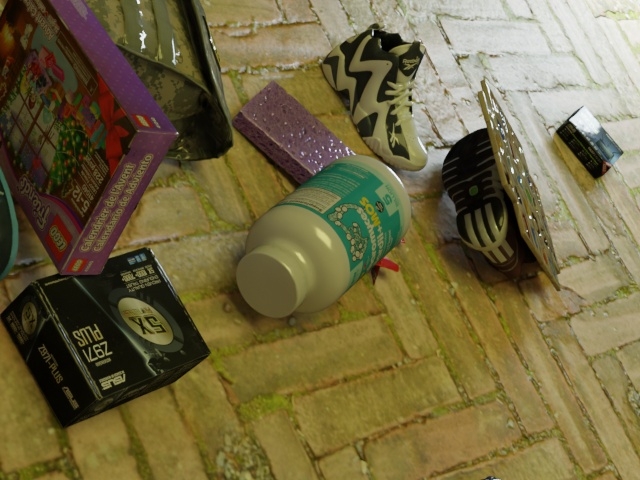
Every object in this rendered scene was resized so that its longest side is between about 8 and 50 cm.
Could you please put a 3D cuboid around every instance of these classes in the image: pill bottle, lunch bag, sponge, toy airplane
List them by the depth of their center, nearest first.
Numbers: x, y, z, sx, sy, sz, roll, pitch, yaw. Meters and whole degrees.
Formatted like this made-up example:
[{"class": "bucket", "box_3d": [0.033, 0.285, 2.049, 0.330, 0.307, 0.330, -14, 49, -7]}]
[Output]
[{"class": "lunch bag", "box_3d": [-0.229, -0.248, 1.667, 0.287, 0.169, 0.235, 20, 43, -44]}, {"class": "pill bottle", "box_3d": [0.000, 0.000, 1.696, 0.146, 0.146, 0.264, 50, 42, -1]}, {"class": "sponge", "box_3d": [-0.021, -0.132, 1.872, 0.210, 0.031, 0.117, 41, 37, -4]}, {"class": "toy airplane", "box_3d": [0.071, -0.006, 1.873, 0.151, 0.028, 0.151, 25, 45, -27]}]

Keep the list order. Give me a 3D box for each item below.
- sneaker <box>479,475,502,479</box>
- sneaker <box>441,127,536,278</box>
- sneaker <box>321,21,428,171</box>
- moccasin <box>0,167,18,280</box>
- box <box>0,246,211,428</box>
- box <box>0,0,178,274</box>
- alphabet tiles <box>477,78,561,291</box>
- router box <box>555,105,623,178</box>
[{"class": "sneaker", "box_3d": [0.199, 0.347, 1.675, 0.232, 0.081, 0.090, 24, 42, -40]}, {"class": "sneaker", "box_3d": [0.275, -0.044, 2.074, 0.162, 0.106, 0.281, 51, 27, -33]}, {"class": "sneaker", "box_3d": [0.120, -0.232, 2.006, 0.094, 0.153, 0.235, -17, 72, -48]}, {"class": "moccasin", "box_3d": [-0.438, -0.088, 1.365, 0.342, 0.138, 0.116, 53, 22, 24]}, {"class": "box", "box_3d": [-0.235, 0.103, 1.438, 0.180, 0.077, 0.147, -18, 73, -50]}, {"class": "box", "box_3d": [-0.283, -0.133, 1.425, 0.057, 0.201, 0.293, 1, 42, -44]}, {"class": "alphabet tiles", "box_3d": [0.317, -0.085, 2.064, 0.342, 0.011, 0.285, 46, 29, -56]}, {"class": "router box", "box_3d": [0.506, -0.185, 2.446, 0.122, 0.038, 0.092, 50, 37, 0]}]
